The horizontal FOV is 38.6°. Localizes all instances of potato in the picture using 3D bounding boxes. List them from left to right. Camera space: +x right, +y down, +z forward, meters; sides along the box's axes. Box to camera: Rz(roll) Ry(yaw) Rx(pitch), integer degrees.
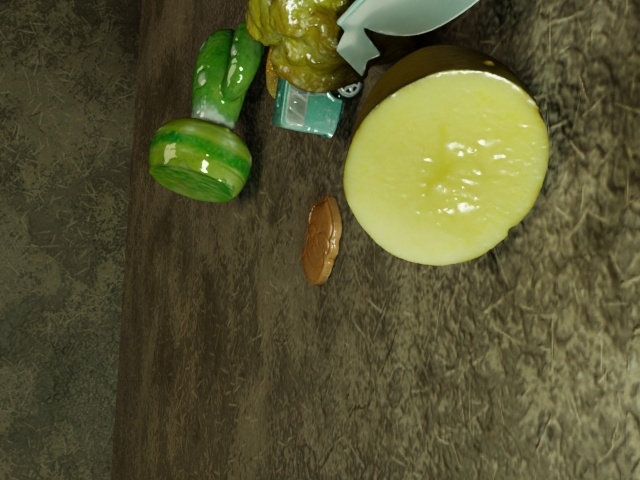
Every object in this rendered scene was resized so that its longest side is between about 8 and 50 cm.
[{"bbox_3d":[0.111,-0.104,0.845,0.158,0.178,0.204,-86,-10,-47],"label":"potato"}]

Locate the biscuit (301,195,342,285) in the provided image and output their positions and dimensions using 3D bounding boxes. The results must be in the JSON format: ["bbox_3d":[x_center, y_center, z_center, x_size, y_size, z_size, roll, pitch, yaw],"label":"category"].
[{"bbox_3d":[0.000,0.000,1.278,0.102,0.019,0.131,-120,41,-54],"label":"biscuit"}]

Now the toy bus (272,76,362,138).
[{"bbox_3d":[0.002,-0.270,1.219,0.091,0.109,0.262,-153,70,-74],"label":"toy bus"}]

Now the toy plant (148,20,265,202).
[{"bbox_3d":[-0.190,-0.241,1.667,0.224,0.184,0.316,-16,55,63],"label":"toy plant"}]

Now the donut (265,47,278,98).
[{"bbox_3d":[-0.038,-0.274,1.386,0.152,0.058,0.152,-173,90,-67],"label":"donut"}]

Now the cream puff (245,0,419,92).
[{"bbox_3d":[0.024,-0.283,1.028,0.196,0.244,0.244,68,166,-18],"label":"cream puff"}]

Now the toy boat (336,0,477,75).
[{"bbox_3d":[0.107,-0.272,0.842,0.291,0.067,0.221,-42,63,27],"label":"toy boat"}]
